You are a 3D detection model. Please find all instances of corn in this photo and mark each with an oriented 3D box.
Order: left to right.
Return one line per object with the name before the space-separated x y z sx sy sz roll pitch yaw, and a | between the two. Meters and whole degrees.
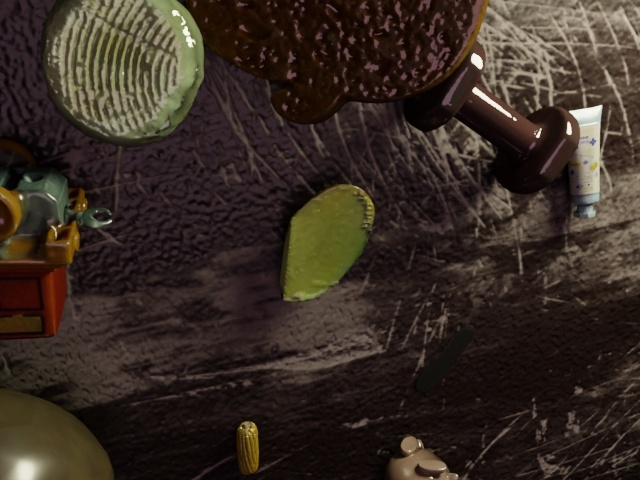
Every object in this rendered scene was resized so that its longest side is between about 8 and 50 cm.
corn | -0.117 0.335 1.034 0.037 0.037 0.092 -5 113 -11

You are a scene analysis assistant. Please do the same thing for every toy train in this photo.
toy train | -0.444 0.006 0.783 0.369 0.163 0.231 -1 117 -13

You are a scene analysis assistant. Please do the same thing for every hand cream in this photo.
hand cream | 0.408 -0.118 0.995 0.065 0.043 0.170 -11 109 -6

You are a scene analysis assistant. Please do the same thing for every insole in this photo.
insole | 0.208 0.202 1.081 0.045 0.002 0.135 33 99 -22

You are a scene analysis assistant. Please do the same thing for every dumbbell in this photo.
dumbbell | 0.237 -0.170 0.894 0.225 0.124 0.140 30 99 -21

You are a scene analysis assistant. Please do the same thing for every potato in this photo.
potato | 0.000 0.000 0.938 0.119 0.054 0.198 16 109 -18

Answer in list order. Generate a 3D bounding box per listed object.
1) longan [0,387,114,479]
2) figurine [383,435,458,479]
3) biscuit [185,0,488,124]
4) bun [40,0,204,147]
longan | -0.458 0.376 0.815 0.404 0.336 0.404 -31 146 -24
figurine | 0.167 0.410 1.081 0.125 0.125 0.138 -9 113 -10
biscuit | 0.014 -0.295 0.784 0.367 0.063 0.314 15 110 5
bun | -0.234 -0.212 0.774 0.195 0.118 0.195 -2 103 -10
